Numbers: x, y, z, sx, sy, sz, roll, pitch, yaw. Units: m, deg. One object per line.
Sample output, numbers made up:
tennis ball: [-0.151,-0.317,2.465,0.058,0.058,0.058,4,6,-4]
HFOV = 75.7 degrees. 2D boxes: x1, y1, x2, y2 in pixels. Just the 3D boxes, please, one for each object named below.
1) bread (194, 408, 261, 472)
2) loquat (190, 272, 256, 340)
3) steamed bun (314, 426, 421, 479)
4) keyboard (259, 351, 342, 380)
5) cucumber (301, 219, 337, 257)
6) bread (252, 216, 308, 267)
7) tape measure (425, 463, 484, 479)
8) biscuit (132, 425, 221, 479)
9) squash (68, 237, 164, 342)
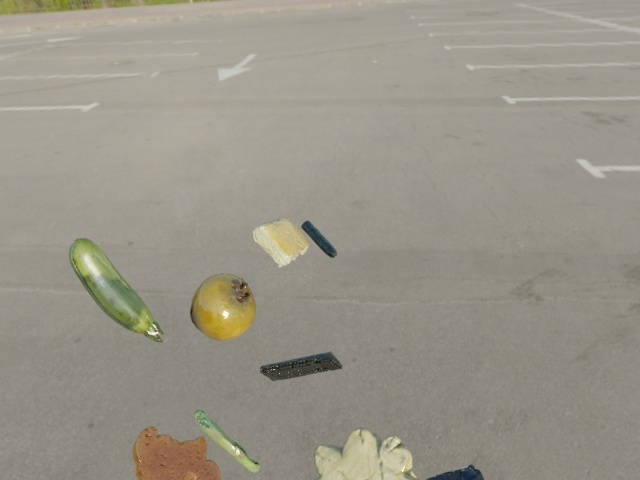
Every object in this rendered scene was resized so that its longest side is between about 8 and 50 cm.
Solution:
bread: [-0.317,0.686,1.401,0.301,0.301,0.045,25,60,35]
loquat: [-0.217,0.148,0.925,0.137,0.163,0.163,12,18,-43]
steamed bun: [0.098,0.600,0.972,0.292,0.137,0.295,17,59,38]
keyboard: [-0.046,0.288,0.929,0.196,0.060,0.018,-20,36,27]
cucumber: [0.000,0.000,1.086,0.032,0.032,0.133,-27,60,-31]
bread: [-0.056,-0.001,0.607,0.070,0.035,0.083,45,28,3]
tape measure: [0.392,0.760,1.246,0.199,0.186,0.112,-8,51,-6]
biscuit: [-0.256,0.474,0.780,0.280,0.043,0.183,52,30,2]
squash: [-0.528,0.142,1.058,0.094,0.341,0.094,-34,9,6]
